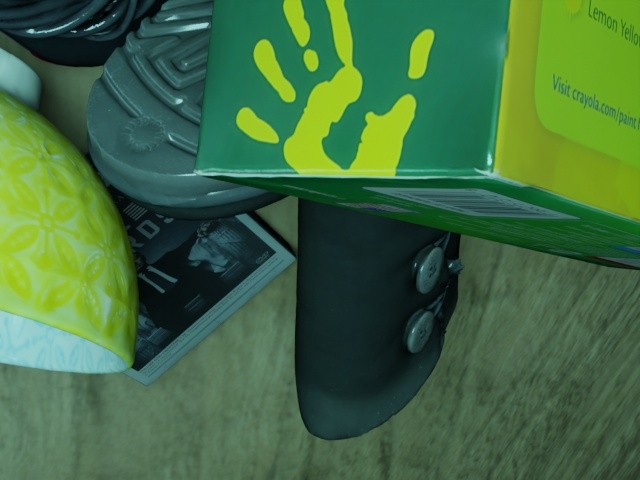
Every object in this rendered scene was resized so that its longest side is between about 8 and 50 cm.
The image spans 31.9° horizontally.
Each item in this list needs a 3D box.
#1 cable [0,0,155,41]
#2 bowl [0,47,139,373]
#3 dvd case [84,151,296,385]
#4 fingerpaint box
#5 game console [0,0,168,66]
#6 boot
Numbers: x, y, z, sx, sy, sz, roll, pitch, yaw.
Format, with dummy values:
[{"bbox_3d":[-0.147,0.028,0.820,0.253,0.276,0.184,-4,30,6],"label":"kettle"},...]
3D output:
[{"bbox_3d":[-0.141,-0.170,0.575,0.150,0.047,0.184,-26,143,-18],"label":"cable"},{"bbox_3d":[-0.230,-0.031,0.630,0.289,0.289,0.156,31,65,-52],"label":"bowl"},{"bbox_3d":[-0.142,0.017,0.895,0.179,0.029,0.238,-40,145,4],"label":"dvd case"},{"bbox_3d":[0.151,-0.182,0.618,0.445,0.163,0.371,9,86,-52],"label":"fingerpaint box"},{"bbox_3d":[-0.123,-0.284,0.548,0.342,0.060,0.386,-43,145,9],"label":"game console"},{"bbox_3d":[0.002,-0.001,0.833,0.367,0.146,0.445,-40,152,-32],"label":"boot"}]
